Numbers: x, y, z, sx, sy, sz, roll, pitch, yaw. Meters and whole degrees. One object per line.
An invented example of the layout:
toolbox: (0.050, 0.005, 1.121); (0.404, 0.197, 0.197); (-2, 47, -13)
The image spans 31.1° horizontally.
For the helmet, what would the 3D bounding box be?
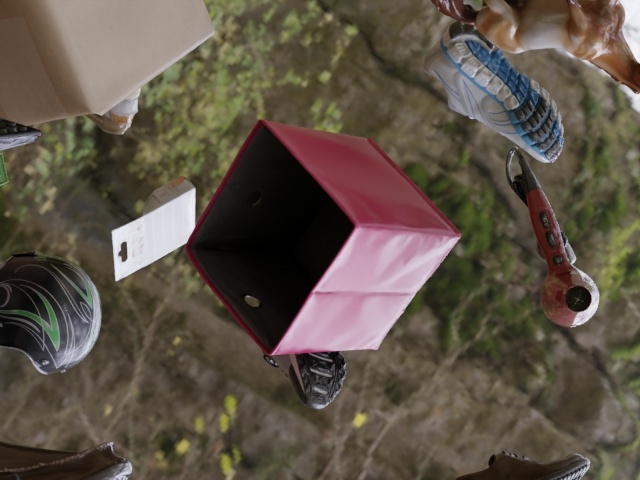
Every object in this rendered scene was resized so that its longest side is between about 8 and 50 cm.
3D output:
helmet: (-0.408, 0.109, 1.726); (0.169, 0.161, 0.169); (22, 90, -83)

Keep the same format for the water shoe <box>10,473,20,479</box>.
water shoe: (-0.316, 0.285, 1.068); (0.073, 0.080, 0.203); (-27, -173, 7)

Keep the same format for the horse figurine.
horse figurine: (0.214, -0.228, 1.127); (0.066, 0.263, 0.174); (-64, 150, -21)

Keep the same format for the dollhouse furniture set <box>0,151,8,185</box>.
dollhouse furniture set: (-0.644, -0.127, 2.102); (0.151, 0.059, 0.076); (1, -158, 31)

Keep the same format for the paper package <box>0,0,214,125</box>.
paper package: (-0.311, -0.338, 1.400); (0.168, 0.325, 0.309); (-6, -154, 31)

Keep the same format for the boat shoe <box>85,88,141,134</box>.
boat shoe: (-0.452, -0.288, 2.069); (0.113, 0.302, 0.103); (-21, 134, -49)

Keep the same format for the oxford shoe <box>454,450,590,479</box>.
oxford shoe: (0.304, 0.351, 1.735); (0.227, 0.096, 0.083); (-11, 141, -24)

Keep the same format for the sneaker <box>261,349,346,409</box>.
sneaker: (-0.040, 0.177, 1.846); (0.108, 0.100, 0.271); (-53, -146, 22)

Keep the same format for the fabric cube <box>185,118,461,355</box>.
fabric cube: (0.000, 0.000, 1.760); (0.258, 0.254, 0.259); (3, 127, -50)

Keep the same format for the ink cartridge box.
ink cartridge box: (-0.308, -0.022, 2.082); (0.179, 0.045, 0.145); (-28, 148, -27)

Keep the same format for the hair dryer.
hair dryer: (0.314, 0.021, 1.601); (0.080, 0.224, 0.293); (-28, -146, 7)

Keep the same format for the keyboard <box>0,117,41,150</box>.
keyboard: (-0.461, -0.129, 1.175); (0.201, 0.317, 0.033); (-26, 125, -52)

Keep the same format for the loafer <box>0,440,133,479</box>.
loafer: (-0.427, 0.308, 1.481); (0.366, 0.130, 0.134); (-13, 163, -2)

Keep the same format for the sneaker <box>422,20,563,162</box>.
sneaker: (0.189, -0.155, 1.276); (0.083, 0.191, 0.071); (-33, -166, 50)
